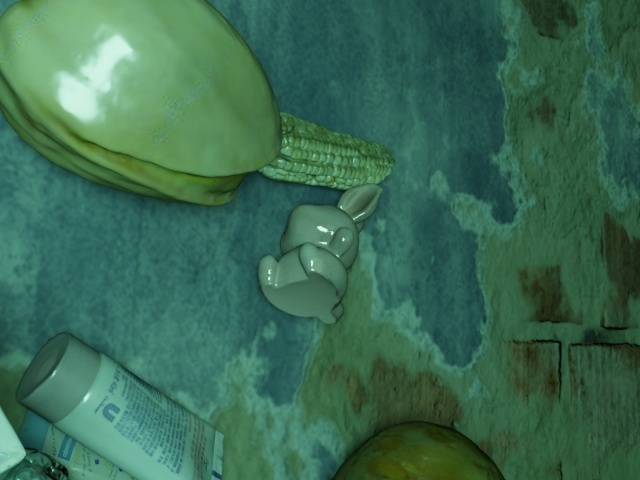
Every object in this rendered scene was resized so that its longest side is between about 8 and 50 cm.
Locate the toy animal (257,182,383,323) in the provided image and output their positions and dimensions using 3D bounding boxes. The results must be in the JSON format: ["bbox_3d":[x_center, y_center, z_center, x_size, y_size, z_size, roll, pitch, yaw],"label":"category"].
[{"bbox_3d":[-0.001,-0.001,1.069,0.124,0.124,0.212,47,37,-23],"label":"toy animal"}]

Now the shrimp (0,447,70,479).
[{"bbox_3d":[-0.349,0.366,0.710,0.221,0.166,0.411,44,47,-22],"label":"shrimp"}]

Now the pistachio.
[{"bbox_3d":[-0.179,-0.153,0.879,0.321,0.229,0.238,19,45,-46],"label":"pistachio"}]

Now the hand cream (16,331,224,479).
[{"bbox_3d":[-0.192,0.193,0.897,0.248,0.083,0.133,43,25,-25],"label":"hand cream"}]

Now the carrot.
[{"bbox_3d":[0.072,0.374,0.996,0.340,0.224,0.224,-39,107,-30],"label":"carrot"}]

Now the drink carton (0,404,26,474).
[{"bbox_3d":[-0.368,0.145,0.610,0.194,0.324,0.132,-31,103,-36],"label":"drink carton"}]

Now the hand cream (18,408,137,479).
[{"bbox_3d":[-0.237,0.236,0.880,0.170,0.043,0.065,35,33,-27],"label":"hand cream"}]

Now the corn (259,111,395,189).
[{"bbox_3d":[0.001,-0.105,1.097,0.211,0.087,0.087,13,76,-42],"label":"corn"}]
